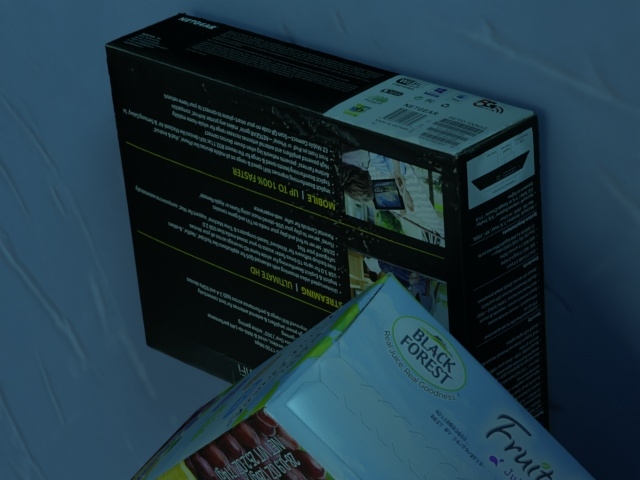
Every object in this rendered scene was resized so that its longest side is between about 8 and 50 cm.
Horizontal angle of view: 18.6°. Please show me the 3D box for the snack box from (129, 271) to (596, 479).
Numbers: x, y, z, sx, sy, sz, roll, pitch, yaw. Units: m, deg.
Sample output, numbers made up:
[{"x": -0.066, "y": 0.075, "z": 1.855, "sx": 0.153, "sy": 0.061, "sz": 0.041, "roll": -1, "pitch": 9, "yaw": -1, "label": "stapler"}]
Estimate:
[{"x": 0.028, "y": 0.118, "z": 0.673, "sx": 0.174, "sy": 0.070, "sz": 0.207, "roll": 45, "pitch": 154, "yaw": -3, "label": "snack box"}]

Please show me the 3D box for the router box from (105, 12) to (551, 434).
[{"x": 0.000, "y": 0.000, "z": 0.715, "sx": 0.179, "sy": 0.046, "sz": 0.133, "roll": 21, "pitch": 127, "yaw": 40, "label": "router box"}]
